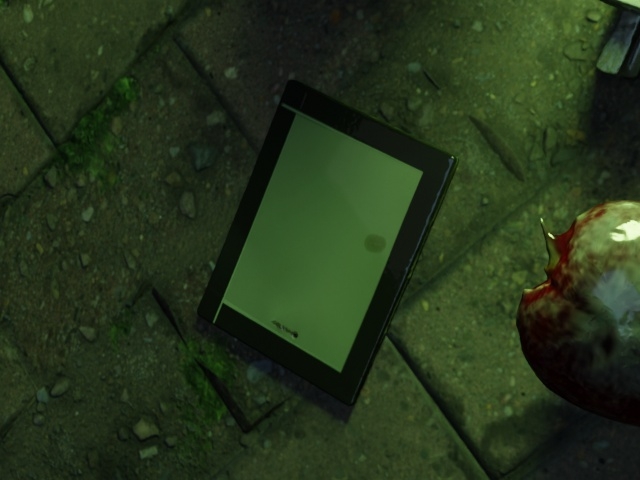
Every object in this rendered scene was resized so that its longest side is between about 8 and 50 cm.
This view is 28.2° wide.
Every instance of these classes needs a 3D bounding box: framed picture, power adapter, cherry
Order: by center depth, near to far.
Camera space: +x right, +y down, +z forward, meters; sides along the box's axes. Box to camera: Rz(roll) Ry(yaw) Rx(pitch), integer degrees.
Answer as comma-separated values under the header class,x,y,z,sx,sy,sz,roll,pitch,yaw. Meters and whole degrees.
class,x,y,z,sx,sy,sz,roll,pitch,yaw
cherry,0.340,0.085,1.334,0.300,0.203,0.230,34,99,16
power adapter,0.355,-0.271,1.362,0.125,0.130,0.205,26,101,26
framed picture,0.000,0.000,1.623,0.265,0.016,0.347,27,103,25
